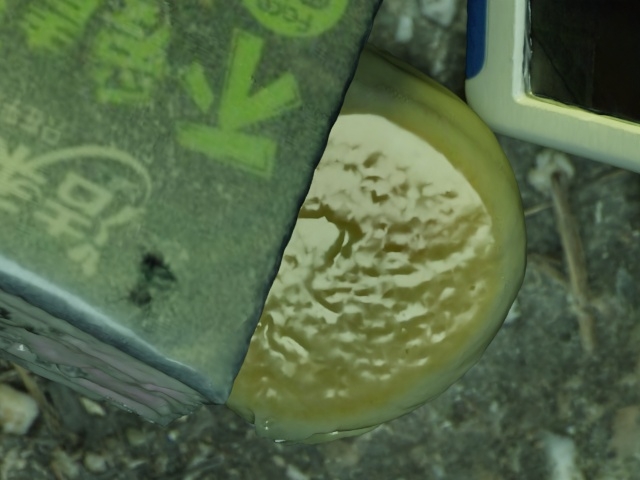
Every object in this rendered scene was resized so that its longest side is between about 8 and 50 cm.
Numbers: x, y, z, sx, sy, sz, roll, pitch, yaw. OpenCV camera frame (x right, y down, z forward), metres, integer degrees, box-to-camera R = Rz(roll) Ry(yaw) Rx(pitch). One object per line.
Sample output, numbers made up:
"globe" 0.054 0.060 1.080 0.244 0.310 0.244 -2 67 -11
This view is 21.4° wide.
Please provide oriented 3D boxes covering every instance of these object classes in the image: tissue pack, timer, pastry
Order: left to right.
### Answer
"tissue pack" -0.119 -0.138 0.893 0.288 0.124 0.394 26 68 -14
"pastry" 0.001 -0.002 1.065 0.264 0.133 0.265 -1 111 -4
"timer" 0.198 -0.130 0.990 0.078 0.253 0.178 -22 121 -40
